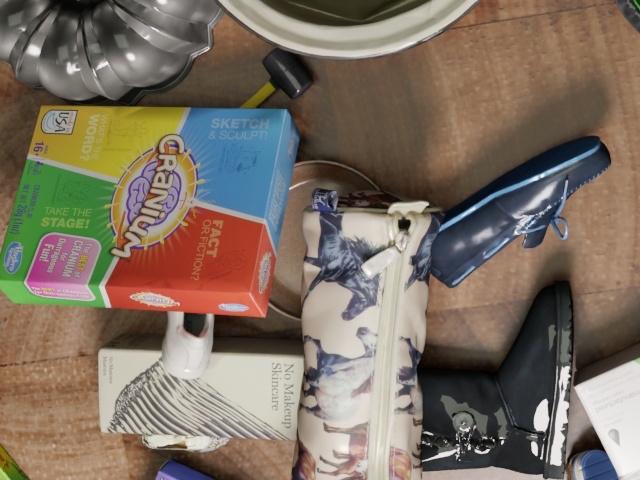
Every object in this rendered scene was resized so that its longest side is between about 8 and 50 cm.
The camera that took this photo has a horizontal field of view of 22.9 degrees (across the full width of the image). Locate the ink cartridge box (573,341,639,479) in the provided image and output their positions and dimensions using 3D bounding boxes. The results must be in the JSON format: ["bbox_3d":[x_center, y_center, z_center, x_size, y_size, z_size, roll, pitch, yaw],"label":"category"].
[{"bbox_3d":[0.413,0.225,1.832,0.160,0.092,0.219,-27,93,13],"label":"ink cartridge box"}]

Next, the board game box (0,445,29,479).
[{"bbox_3d":[-0.455,0.288,2.023,0.092,0.043,0.181,-40,90,14],"label":"board game box"}]

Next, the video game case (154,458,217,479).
[{"bbox_3d":[-0.119,0.440,1.976,0.270,0.061,0.244,24,103,6],"label":"video game case"}]

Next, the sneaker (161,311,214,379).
[{"bbox_3d":[-0.155,0.053,1.865,0.080,0.094,0.212,0,55,-18],"label":"sneaker"}]

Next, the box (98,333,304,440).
[{"bbox_3d":[-0.127,0.178,1.921,0.275,0.094,0.113,0,97,11],"label":"box"}]

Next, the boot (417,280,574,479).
[{"bbox_3d":[0.192,0.163,1.861,0.207,0.094,0.246,4,102,8],"label":"boot"}]

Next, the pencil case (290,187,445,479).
[{"bbox_3d":[0.051,0.147,1.773,0.160,0.183,0.410,3,89,-7],"label":"pencil case"}]

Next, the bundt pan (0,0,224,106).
[{"bbox_3d":[-0.279,-0.313,1.860,0.331,0.124,0.330,2,100,10],"label":"bundt pan"}]

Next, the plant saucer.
[{"bbox_3d":[0.000,0.000,1.901,0.199,0.036,0.198,2,99,11],"label":"plant saucer"}]

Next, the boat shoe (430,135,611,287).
[{"bbox_3d":[0.233,-0.032,1.835,0.258,0.109,0.089,-30,100,29],"label":"boat shoe"}]

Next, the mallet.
[{"bbox_3d":[-0.086,-0.148,1.897,0.062,0.039,0.189,44,107,5],"label":"mallet"}]

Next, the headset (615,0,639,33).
[{"bbox_3d":[0.515,-0.332,1.730,0.394,0.185,0.243,-2,103,26],"label":"headset"}]

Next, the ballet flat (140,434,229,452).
[{"bbox_3d":[-0.172,0.247,1.968,0.114,0.041,0.041,1,99,10],"label":"ballet flat"}]

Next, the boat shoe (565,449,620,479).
[{"bbox_3d":[0.339,0.338,1.874,0.066,0.066,0.183,-11,83,-21],"label":"boat shoe"}]

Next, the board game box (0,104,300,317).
[{"bbox_3d":[-0.199,-0.039,1.837,0.317,0.064,0.242,2,64,16],"label":"board game box"}]

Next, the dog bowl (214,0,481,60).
[{"bbox_3d":[0.039,-0.410,1.775,0.408,0.150,0.407,1,99,9],"label":"dog bowl"}]
